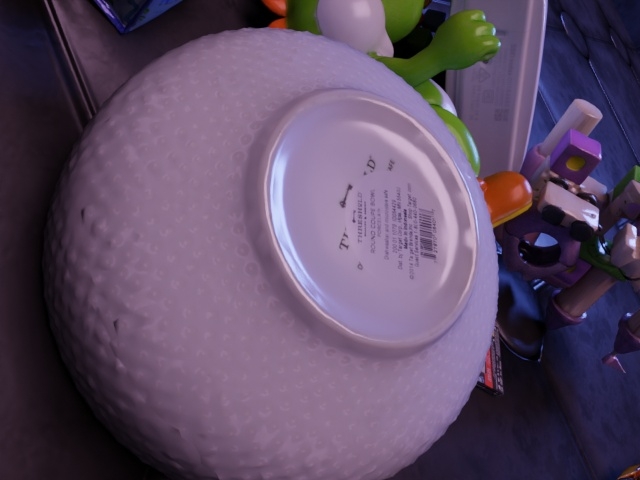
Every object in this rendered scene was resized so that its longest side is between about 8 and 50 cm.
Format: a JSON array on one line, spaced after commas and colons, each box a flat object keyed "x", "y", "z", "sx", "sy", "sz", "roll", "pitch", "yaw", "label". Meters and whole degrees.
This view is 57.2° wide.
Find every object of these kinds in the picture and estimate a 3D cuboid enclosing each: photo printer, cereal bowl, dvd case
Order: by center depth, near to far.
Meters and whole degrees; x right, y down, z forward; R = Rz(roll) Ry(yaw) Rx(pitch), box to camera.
[{"x": 0.000, "y": 0.000, "z": 0.400, "sx": 0.339, "sy": 0.141, "sz": 0.339, "roll": 10, "pitch": 69, "yaw": -28, "label": "cereal bowl"}, {"x": 0.166, "y": 0.116, "z": 0.663, "sx": 0.119, "sy": 0.013, "sz": 0.087, "roll": 31, "pitch": 49, "yaw": -32, "label": "dvd case"}, {"x": 0.229, "y": -0.256, "z": 0.770, "sx": 0.307, "sy": 0.107, "sz": 0.256, "roll": -66, "pitch": 156, "yaw": -50, "label": "photo printer"}]

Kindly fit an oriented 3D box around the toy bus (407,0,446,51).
[{"x": 0.110, "y": -0.369, "z": 0.792, "sx": 0.202, "sy": 0.104, "sz": 0.191, "roll": -15, "pitch": 124, "yaw": -63, "label": "toy bus"}]

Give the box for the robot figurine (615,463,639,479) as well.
[{"x": 0.415, "y": 0.382, "z": 0.719, "sx": 0.291, "sy": 0.085, "sz": 0.211, "roll": -1, "pitch": 69, "yaw": -47, "label": "robot figurine"}]

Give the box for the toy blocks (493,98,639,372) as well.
[{"x": 0.339, "y": 0.035, "z": 0.734, "sx": 0.288, "sy": 0.260, "sz": 0.309, "roll": 32, "pitch": 41, "yaw": 5, "label": "toy blocks"}]

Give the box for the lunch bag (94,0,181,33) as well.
[{"x": -0.114, "y": -0.256, "z": 0.474, "sx": 0.096, "sy": 0.151, "sz": 0.129, "roll": 46, "pitch": 42, "yaw": -17, "label": "lunch bag"}]

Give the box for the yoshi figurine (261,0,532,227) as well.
[{"x": 0.091, "y": -0.177, "z": 0.628, "sx": 0.362, "sy": 0.203, "sz": 0.203, "roll": 59, "pitch": 27, "yaw": 0, "label": "yoshi figurine"}]
